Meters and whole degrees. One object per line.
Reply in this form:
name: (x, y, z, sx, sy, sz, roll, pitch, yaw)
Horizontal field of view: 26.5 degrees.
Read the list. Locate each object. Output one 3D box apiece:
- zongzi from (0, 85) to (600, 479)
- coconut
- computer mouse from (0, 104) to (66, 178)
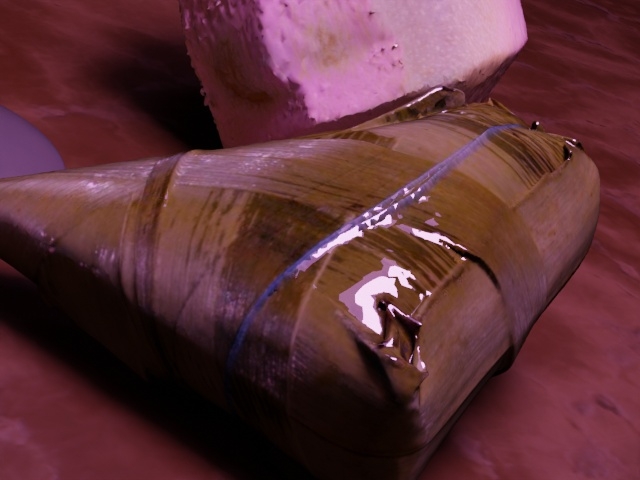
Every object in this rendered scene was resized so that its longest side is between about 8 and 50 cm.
zongzi: (-0.016, -0.018, 0.686, 0.274, 0.125, 0.251, 25, 39, 22)
coconut: (0.016, -0.152, 0.888, 0.233, 0.245, 0.233, -13, 7, 2)
computer mouse: (-0.243, -0.056, 0.704, 0.232, 0.057, 0.120, 10, 26, -20)
